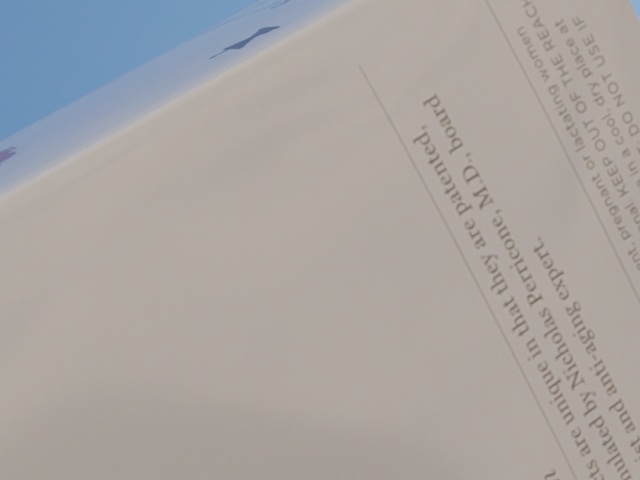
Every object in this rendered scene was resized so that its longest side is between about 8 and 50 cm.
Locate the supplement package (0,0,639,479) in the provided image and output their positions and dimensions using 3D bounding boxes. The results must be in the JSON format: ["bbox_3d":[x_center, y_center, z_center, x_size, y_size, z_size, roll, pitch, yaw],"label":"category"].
[{"bbox_3d":[-0.056,0.066,0.407,0.293,0.177,0.175,-32,-78,-20],"label":"supplement package"}]
